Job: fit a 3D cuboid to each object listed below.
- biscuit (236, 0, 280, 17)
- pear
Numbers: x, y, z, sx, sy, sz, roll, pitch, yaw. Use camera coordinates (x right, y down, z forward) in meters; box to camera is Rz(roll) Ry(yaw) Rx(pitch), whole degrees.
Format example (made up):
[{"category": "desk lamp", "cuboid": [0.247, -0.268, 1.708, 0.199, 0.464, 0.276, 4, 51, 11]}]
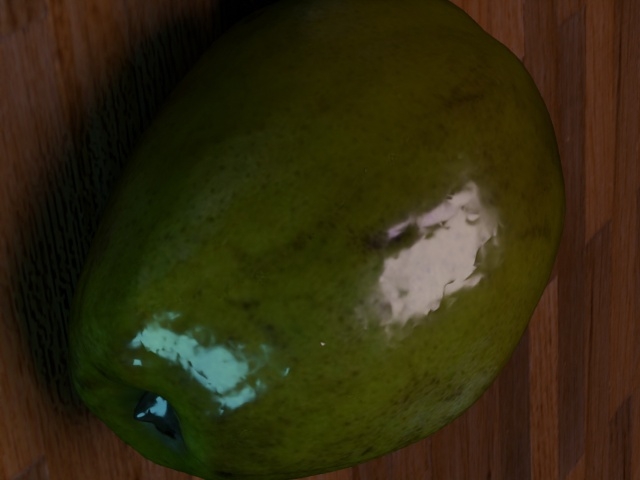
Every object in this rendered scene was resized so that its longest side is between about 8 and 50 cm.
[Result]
[{"category": "biscuit", "cuboid": [0.006, -0.197, 1.073, 0.194, 0.053, 0.195, -32, 129, -52]}, {"category": "pear", "cuboid": [0.000, 0.000, 0.962, 0.307, 0.253, 0.253, -45, 139, -27]}]
